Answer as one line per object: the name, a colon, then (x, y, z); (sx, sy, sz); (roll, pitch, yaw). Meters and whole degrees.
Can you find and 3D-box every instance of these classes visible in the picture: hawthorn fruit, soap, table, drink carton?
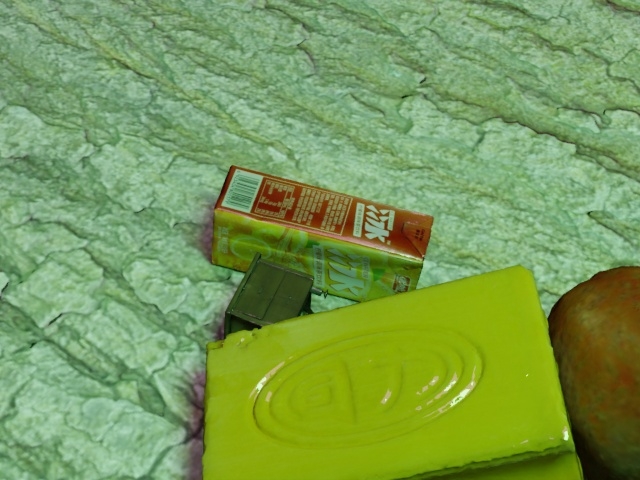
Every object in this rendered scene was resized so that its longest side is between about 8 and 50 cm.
hawthorn fruit: (0.298, 0.126, 1.046); (0.210, 0.211, 0.262); (-15, 38, -19)
soap: (0.053, 0.148, 0.981); (0.324, 0.096, 0.204); (-14, 48, 10)
table: (-0.044, 0.075, 1.114); (0.082, 0.070, 0.083); (19, 50, 9)
drink carton: (0.000, 0.000, 1.167); (0.222, 0.096, 0.071); (14, 50, 5)
